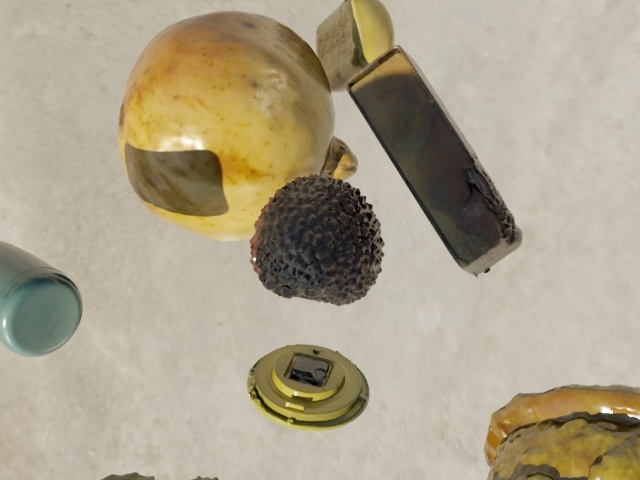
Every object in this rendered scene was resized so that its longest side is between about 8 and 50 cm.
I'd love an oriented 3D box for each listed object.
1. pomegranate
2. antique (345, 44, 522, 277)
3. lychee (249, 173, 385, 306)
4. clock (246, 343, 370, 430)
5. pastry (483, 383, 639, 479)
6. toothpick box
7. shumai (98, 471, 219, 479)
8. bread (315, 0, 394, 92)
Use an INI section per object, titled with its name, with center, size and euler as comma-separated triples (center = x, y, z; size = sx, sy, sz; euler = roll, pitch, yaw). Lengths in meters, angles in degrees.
[pomegranate]
center = -0.127, -0.179, 1.754
size = 0.410, 0.410, 0.410
euler = 0, 101, 1
[antique]
center = 0.153, -0.104, 1.393
size = 0.093, 0.087, 0.310
euler = -34, 70, 13
[lychee]
center = 0.000, 0.000, 1.427
size = 0.188, 0.188, 0.188
euler = 0, 101, 1
[clock]
center = -0.021, 0.260, 1.979
size = 0.237, 0.237, 0.057
euler = 7, 124, 0
[pastry]
center = 0.176, 0.167, 0.611
size = 0.189, 0.103, 0.188
euler = 16, 144, 12
[toothpick box]
center = -0.417, 0.071, 1.437
size = 0.120, 0.184, 0.120
euler = -22, 124, -37
[shumai]
center = -0.138, 0.363, 0.961
size = 0.397, 0.323, 0.324
euler = 29, 105, -5
[bread]
center = 0.064, -0.342, 1.843
size = 0.098, 0.217, 0.147
euler = -8, 90, -22
